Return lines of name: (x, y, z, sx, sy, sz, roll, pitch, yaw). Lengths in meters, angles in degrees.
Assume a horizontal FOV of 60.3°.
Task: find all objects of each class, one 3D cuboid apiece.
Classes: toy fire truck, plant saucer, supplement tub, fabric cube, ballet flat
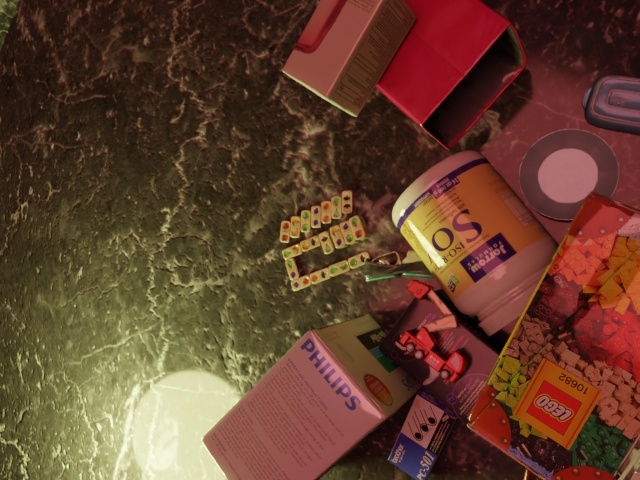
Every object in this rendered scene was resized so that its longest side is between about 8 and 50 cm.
toy fire truck: (0.236, 0.184, 1.135, 0.192, 0.047, 0.135, 37, 100, 23)
plant saucer: (0.527, -0.138, 1.176, 0.195, 0.037, 0.195, -2, 86, 26)
supplement tub: (0.331, 0.005, 1.149, 0.241, 0.241, 0.331, -40, 72, 18)
fabric cube: (0.250, -0.395, 1.202, 0.259, 0.254, 0.258, -48, 68, 16)
ballet flat: (0.195, 0.059, 1.308, 0.203, 0.074, 0.074, -5, 85, 27)

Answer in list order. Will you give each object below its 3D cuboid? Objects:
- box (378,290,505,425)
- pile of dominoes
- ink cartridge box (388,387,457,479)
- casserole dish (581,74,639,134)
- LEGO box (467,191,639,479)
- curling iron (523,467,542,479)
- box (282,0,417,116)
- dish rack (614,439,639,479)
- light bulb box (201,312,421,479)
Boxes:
box: (0.293, 0.254, 1.208, 0.270, 0.143, 0.165, 40, 103, 22)
pile of dominoes: (0.000, 0.000, 1.417, 0.251, 0.040, 0.196, -23, 78, 22)
ink cartridge box: (0.235, 0.442, 1.250, 0.097, 0.046, 0.207, 29, 117, 23)
casserole dish: (0.639, -0.282, 1.131, 0.188, 0.037, 0.114, 19, 95, 26)
LEGO box: (0.477, 0.141, 0.904, 0.193, 0.500, 0.372, 30, 107, 30)
curling iron: (0.477, 0.427, 1.174, 0.068, 0.035, 0.274, 6, 91, 21)
box: (0.058, -0.384, 1.072, 0.127, 0.148, 0.232, 38, 104, 24)
dish rack: (0.655, 0.385, 0.962, 0.072, 0.333, 0.286, 26, 99, -6)
light bulb box: (0.002, 0.371, 1.223, 0.361, 0.358, 0.225, -47, 72, 15)
